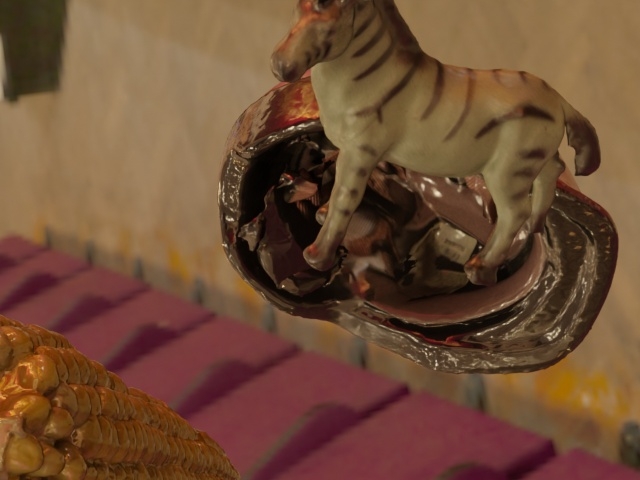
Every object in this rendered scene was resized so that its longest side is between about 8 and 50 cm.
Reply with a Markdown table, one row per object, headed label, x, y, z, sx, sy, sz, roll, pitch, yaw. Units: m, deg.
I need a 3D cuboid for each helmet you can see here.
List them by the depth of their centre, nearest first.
| label | x | y | z | sx | sy | sz | roll | pitch | yaw |
| --- | --- | --- | --- | --- | --- | --- | --- | --- | --- |
| helmet | 0.060 | -0.031 | 1.131 | 0.154 | 0.253 | 0.198 | -87 | 7 | -49 |

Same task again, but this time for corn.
| label | x | y | z | sx | sy | sz | roll | pitch | yaw |
| --- | --- | --- | --- | --- | --- | --- | --- | --- | --- |
| corn | -0.094 | 0.091 | 0.667 | 0.288 | 0.086 | 0.086 | 49 | -158 | -68 |

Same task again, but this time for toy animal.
| label | x | y | z | sx | sy | sz | roll | pitch | yaw |
| --- | --- | --- | --- | --- | --- | --- | --- | --- | --- |
| toy animal | 0.059 | -0.066 | 0.919 | 0.073 | 0.217 | 0.176 | -113 | 35 | -49 |
